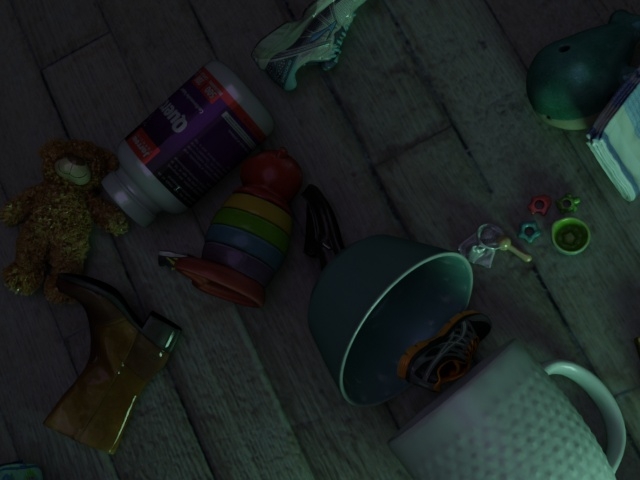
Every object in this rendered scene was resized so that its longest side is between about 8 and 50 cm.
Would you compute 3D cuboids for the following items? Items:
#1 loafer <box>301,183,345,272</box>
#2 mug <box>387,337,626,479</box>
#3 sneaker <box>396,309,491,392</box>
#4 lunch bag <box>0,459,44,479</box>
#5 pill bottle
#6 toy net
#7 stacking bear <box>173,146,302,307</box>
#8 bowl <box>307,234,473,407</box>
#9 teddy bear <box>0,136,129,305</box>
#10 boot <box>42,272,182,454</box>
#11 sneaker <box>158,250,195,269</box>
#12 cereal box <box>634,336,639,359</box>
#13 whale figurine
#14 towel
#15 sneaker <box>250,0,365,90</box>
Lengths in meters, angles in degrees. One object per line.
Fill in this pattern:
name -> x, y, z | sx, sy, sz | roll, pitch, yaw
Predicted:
loafer -> 0.000, 0.000, 1.630 | 0.078, 0.080, 0.220 | -20, 76, 5
mug -> 0.349, 0.345, 1.423 | 0.374, 0.276, 0.328 | -34, 79, -29
sneaker -> 0.229, 0.196, 1.511 | 0.215, 0.084, 0.083 | -30, 45, -31
lunch bag -> -0.563, 0.486, 1.565 | 0.090, 0.219, 0.176 | -10, 78, 2
pill bottle -> -0.255, -0.177, 1.660 | 0.323, 0.181, 0.181 | -43, 75, -1
toy net -> 0.363, -0.019, 1.586 | 0.232, 0.045, 0.122 | -9, 78, 9
stacking bear -> -0.126, -0.036, 1.628 | 0.164, 0.175, 0.289 | 18, 75, 15
bowl -> 0.097, 0.113, 1.502 | 0.163, 0.311, 0.311 | 37, 87, 34
teddy bear -> -0.511, -0.041, 1.718 | 0.245, 0.113, 0.338 | 30, 86, 12
boot -> -0.438, 0.227, 1.652 | 0.264, 0.096, 0.280 | 31, 89, -10
sneaker -> -0.278, 0.041, 1.703 | 0.083, 0.031, 0.035 | 10, 94, 16
cereal box -> 0.678, 0.217, 1.480 | 0.240, 0.047, 0.173 | -15, 77, 7
whale figurine -> 0.485, -0.327, 1.561 | 0.272, 0.141, 0.216 | -46, 43, -8
towel -> 0.582, -0.225, 1.516 | 0.285, 0.209, 0.034 | -52, 41, -4
sneaker -> 0.008, -0.401, 1.714 | 0.283, 0.110, 0.122 | -37, 93, 4
